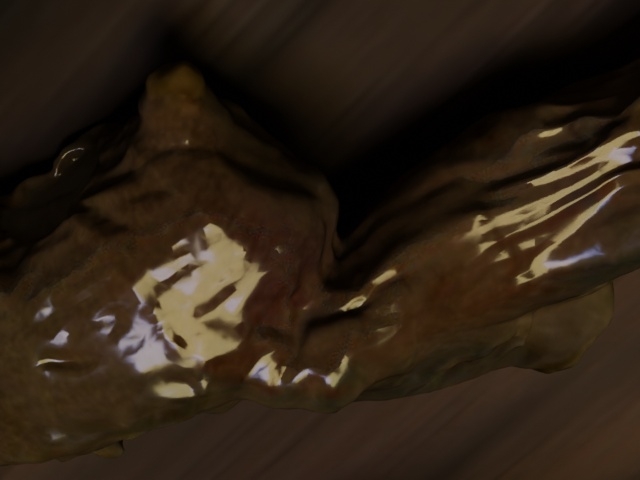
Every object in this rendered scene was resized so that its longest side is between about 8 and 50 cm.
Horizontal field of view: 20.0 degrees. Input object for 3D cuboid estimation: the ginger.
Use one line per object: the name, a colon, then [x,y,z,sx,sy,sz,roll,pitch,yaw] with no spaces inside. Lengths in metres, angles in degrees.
ginger: [-0.002,0.000,0.484,0.290,0.084,0.122,-11,113,3]
